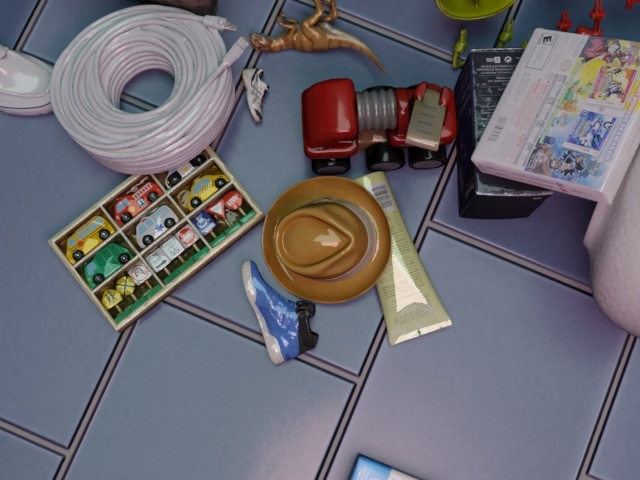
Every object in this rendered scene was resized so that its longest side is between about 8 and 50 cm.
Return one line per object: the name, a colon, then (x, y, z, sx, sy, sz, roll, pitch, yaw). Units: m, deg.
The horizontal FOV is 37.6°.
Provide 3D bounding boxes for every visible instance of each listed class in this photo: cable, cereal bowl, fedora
cable: (-0.251, -0.220, 1.345, 0.257, 0.089, 0.257, 22, 74, 16)
cereal bowl: (0.435, -0.042, 1.218, 0.141, 0.339, 0.339, 21, 79, 16)
fedora: (0.000, 0.000, 1.299, 0.194, 0.079, 0.194, 1, 92, 18)

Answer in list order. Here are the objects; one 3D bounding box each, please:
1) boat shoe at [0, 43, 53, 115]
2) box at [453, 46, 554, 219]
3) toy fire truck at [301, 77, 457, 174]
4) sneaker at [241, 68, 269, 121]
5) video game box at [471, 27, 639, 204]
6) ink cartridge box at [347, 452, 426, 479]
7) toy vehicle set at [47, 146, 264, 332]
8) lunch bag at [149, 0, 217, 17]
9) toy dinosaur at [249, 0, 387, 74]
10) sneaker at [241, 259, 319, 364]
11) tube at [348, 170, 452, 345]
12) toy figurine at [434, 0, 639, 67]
boat shoe: (-0.498, -0.252, 1.366, 0.258, 0.084, 0.095, 14, 79, 2)
box: (0.254, -0.145, 1.320, 0.108, 0.153, 0.207, 0, 78, 0)
toy fire truck: (0.084, -0.161, 1.273, 0.217, 0.246, 0.159, -3, 78, -1)
sneaker: (-0.092, -0.217, 1.391, 0.037, 0.032, 0.083, -11, 80, -3)
video game box: (0.314, -0.161, 1.176, 0.187, 0.048, 0.205, 20, 78, 42)
ink cartridge box: (0.118, 0.390, 1.247, 0.203, 0.086, 0.148, 21, 79, 4)
toy vehicle set: (-0.233, -0.015, 1.347, 0.267, 0.035, 0.166, -39, 82, -8)
lunch bag: (-0.279, -0.446, 1.330, 0.287, 0.235, 0.169, 15, 85, 2)
toy dinosaur: (0.003, -0.309, 1.405, 0.211, 0.064, 0.112, 5, 97, 10)
sneaker: (-0.052, 0.089, 1.316, 0.084, 0.058, 0.152, -21, 84, 1)
tube: (0.101, 0.023, 1.338, 0.062, 0.070, 0.240, -14, 80, -43)
toy figurine: (0.334, -0.422, 1.411, 0.362, 0.191, 0.217, -13, 49, 4)
